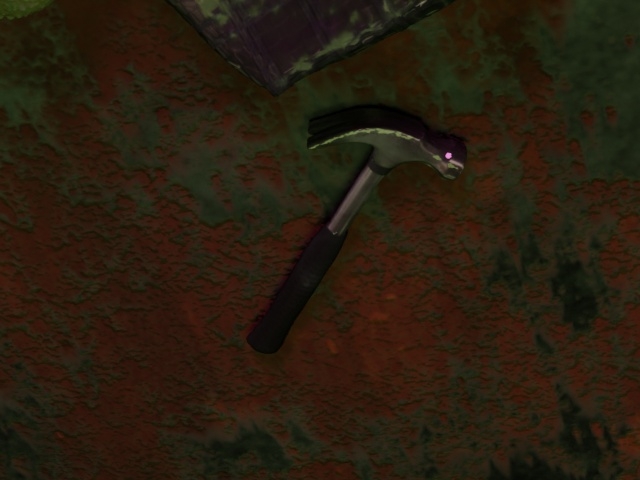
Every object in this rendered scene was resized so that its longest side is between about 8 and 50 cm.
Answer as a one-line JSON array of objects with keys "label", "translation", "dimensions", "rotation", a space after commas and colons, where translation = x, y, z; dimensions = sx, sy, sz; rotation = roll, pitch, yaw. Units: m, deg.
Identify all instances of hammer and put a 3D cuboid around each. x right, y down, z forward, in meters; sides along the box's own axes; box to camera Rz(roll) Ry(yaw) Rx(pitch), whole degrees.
[{"label": "hammer", "translation": [0.000, 0.000, 1.187], "dimensions": [0.103, 0.029, 0.246], "rotation": [21, 131, -16]}]

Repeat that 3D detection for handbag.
[{"label": "handbag", "translation": [0.004, -0.201, 0.976], "dimensions": [0.270, 0.089, 0.175], "rotation": [-26, 118, 24]}]

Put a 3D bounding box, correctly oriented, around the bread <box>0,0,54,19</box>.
[{"label": "bread", "translation": [-0.210, -0.234, 0.944], "dimensions": [0.207, 0.056, 0.287], "rotation": [11, 132, 9]}]
